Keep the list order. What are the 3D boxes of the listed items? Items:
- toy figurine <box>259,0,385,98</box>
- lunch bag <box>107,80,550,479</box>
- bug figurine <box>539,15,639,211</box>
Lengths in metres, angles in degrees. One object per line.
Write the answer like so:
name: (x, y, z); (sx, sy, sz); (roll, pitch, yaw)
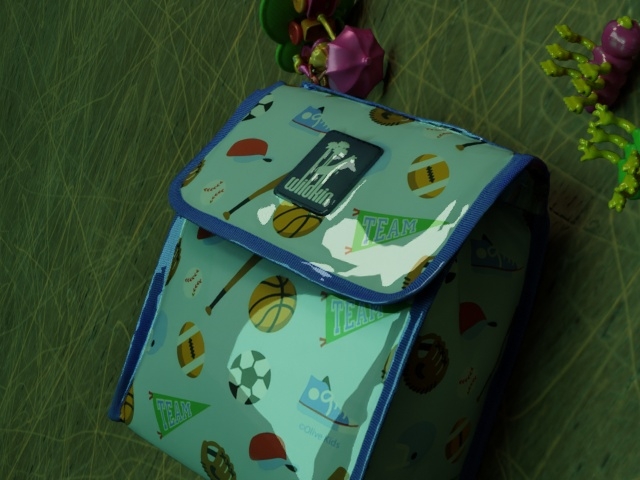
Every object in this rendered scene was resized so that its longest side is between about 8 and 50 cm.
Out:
toy figurine: (0.013, -0.222, 1.232); (0.159, 0.130, 0.173); (61, 152, 34)
lunch bag: (0.009, 0.058, 0.971); (0.327, 0.239, 0.386); (24, 95, 37)
bug figurine: (0.264, -0.155, 0.801); (0.279, 0.072, 0.216); (-100, 23, -47)
